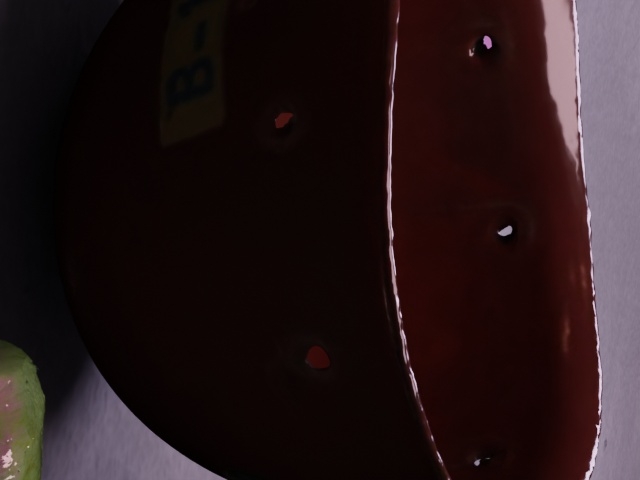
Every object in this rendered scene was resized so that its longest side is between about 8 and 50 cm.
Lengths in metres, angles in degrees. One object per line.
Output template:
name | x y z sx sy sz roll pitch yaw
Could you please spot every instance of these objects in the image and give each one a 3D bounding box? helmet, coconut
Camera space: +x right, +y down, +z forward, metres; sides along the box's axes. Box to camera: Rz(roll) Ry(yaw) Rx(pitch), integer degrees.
helmet | -0.006 -0.030 0.951 0.337 0.230 0.384 55 34 -50
coconut | -0.152 0.085 0.804 0.082 0.083 0.081 51 26 0

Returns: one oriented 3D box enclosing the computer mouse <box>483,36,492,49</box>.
computer mouse | 0.091 -0.130 1.419 0.158 0.072 0.310 22 74 -68
